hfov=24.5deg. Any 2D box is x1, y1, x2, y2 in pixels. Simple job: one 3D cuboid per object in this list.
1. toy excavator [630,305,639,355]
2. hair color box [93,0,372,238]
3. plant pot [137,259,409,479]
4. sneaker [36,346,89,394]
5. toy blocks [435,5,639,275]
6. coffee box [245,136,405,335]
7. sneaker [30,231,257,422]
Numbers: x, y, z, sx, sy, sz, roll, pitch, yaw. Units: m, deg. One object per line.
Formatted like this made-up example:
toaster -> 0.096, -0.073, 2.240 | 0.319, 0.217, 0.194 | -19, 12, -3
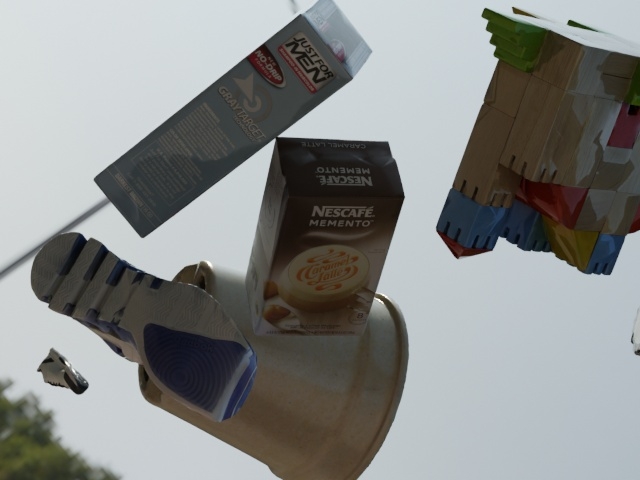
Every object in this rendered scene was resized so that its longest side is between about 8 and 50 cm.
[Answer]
toy excavator -> 0.487, 0.221, 1.706 | 0.222, 0.445, 0.433 | 21, -58, -5
hair color box -> -0.117, -0.172, 2.014 | 0.113, 0.374, 0.185 | 51, 20, -8
plant pot -> -0.089, 0.183, 2.183 | 0.305, 0.334, 0.334 | 23, -12, -24
sneaker -> -0.360, 0.192, 2.061 | 0.040, 0.044, 0.109 | 46, -8, -38
toy blocks -> 0.286, -0.085, 1.578 | 0.190, 0.381, 0.261 | 35, -67, 43
coffee box -> 0.000, 0.000, 1.746 | 0.246, 0.141, 0.098 | 103, -19, -46
sneaker -> -0.196, 0.107, 1.835 | 0.315, 0.127, 0.182 | 31, -5, 23
